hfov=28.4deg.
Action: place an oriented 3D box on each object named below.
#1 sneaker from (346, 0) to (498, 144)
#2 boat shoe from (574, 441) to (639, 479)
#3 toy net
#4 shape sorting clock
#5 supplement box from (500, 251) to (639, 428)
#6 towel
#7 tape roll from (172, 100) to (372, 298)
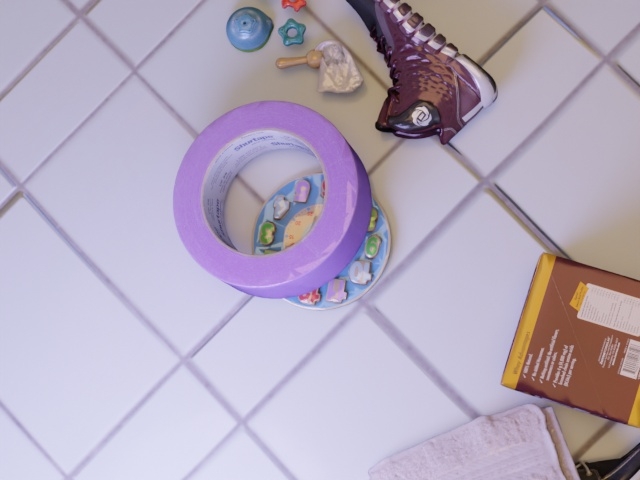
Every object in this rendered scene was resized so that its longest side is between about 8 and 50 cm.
[{"bbox_3d":[0.106,-0.247,1.836,0.281,0.106,0.162,41,94,10],"label":"sneaker"},{"bbox_3d":[0.363,0.339,1.743,0.233,0.084,0.079,-37,81,6],"label":"boat shoe"},{"bbox_3d":[-0.027,-0.301,1.892,0.232,0.045,0.122,32,87,9],"label":"toy net"},{"bbox_3d":[0.000,0.000,1.854,0.206,0.040,0.206,-1,84,8],"label":"shape sorting clock"},{"bbox_3d":[0.367,0.138,1.741,0.194,0.129,0.191,17,87,10],"label":"supplement box"},{"bbox_3d":[0.216,0.345,1.738,0.282,0.049,0.187,-25,54,9],"label":"towel"},{"bbox_3d":[-0.069,-0.058,1.818,0.275,0.090,0.274,-4,76,16],"label":"tape roll"}]
